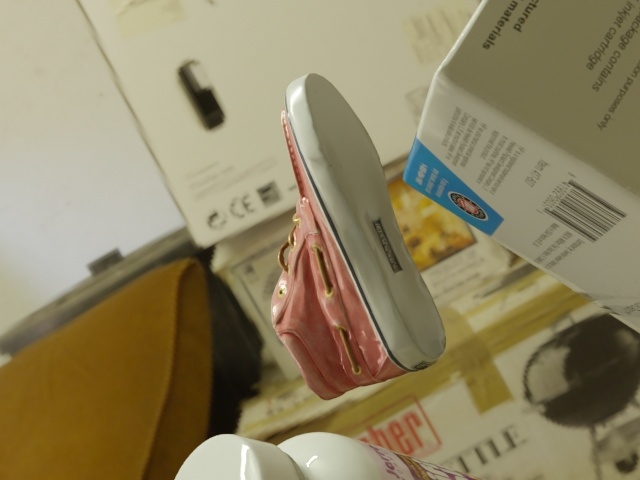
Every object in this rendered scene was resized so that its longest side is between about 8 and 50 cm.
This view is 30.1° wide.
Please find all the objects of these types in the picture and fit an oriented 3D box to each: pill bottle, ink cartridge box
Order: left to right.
[{"bbox_3d":[0.034,0.242,0.914,0.169,0.301,0.169,-28,51,41],"label":"pill bottle"},{"bbox_3d":[0.140,-0.017,0.431,0.086,0.203,0.148,-57,-5,-9],"label":"ink cartridge box"}]

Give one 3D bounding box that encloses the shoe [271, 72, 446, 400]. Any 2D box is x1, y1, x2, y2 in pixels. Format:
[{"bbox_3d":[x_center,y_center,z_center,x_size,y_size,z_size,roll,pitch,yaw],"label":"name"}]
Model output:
[{"bbox_3d":[0.000,0.000,0.673,0.081,0.178,0.063,-26,-8,30],"label":"shoe"}]
